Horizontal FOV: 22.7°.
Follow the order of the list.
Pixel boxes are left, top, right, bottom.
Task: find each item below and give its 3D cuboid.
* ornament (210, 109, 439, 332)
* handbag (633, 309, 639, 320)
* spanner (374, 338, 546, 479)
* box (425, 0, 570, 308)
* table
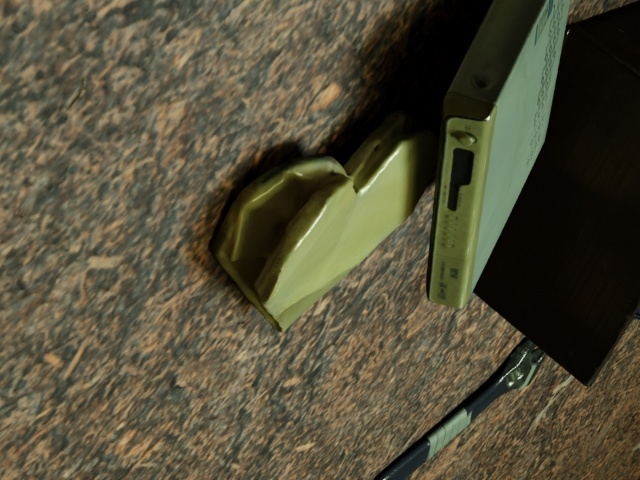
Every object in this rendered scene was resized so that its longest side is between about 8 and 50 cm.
[{"bbox_3d":[0.000,0.000,1.153,0.201,0.059,0.180,-28,150,-47],"label":"ornament"},{"bbox_3d":[0.415,0.018,1.878,0.113,0.162,0.260,-53,164,-34],"label":"handbag"},{"bbox_3d":[0.166,0.204,1.867,0.316,0.024,0.087,-35,152,-32],"label":"spanner"},{"bbox_3d":[0.136,-0.093,1.220,0.270,0.045,0.211,87,27,-60],"label":"box"},{"bbox_3d":[0.300,-0.052,1.475,0.250,0.196,0.282,-24,147,-51],"label":"table"}]
